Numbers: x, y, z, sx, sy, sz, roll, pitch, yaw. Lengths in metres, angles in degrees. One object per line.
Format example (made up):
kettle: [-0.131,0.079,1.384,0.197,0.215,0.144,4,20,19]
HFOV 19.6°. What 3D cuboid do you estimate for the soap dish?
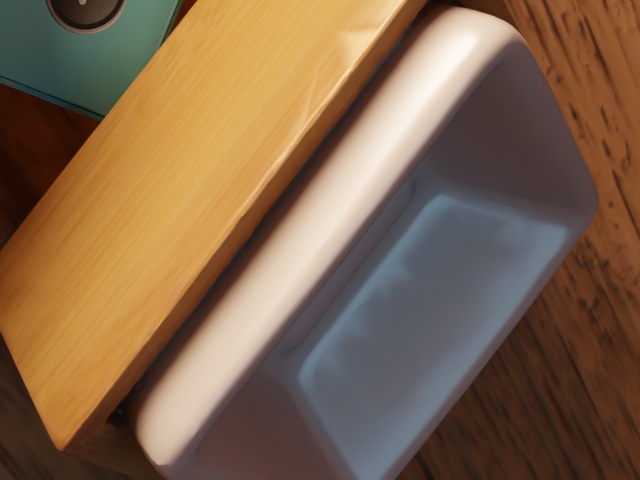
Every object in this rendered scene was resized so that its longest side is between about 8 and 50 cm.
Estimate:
soap dish: [0.000,0.000,0.775,0.229,0.118,0.291,-52,159,-1]

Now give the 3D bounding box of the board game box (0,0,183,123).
board game box: [-0.170,-0.212,0.643,0.336,0.079,0.254,21,93,-38]
